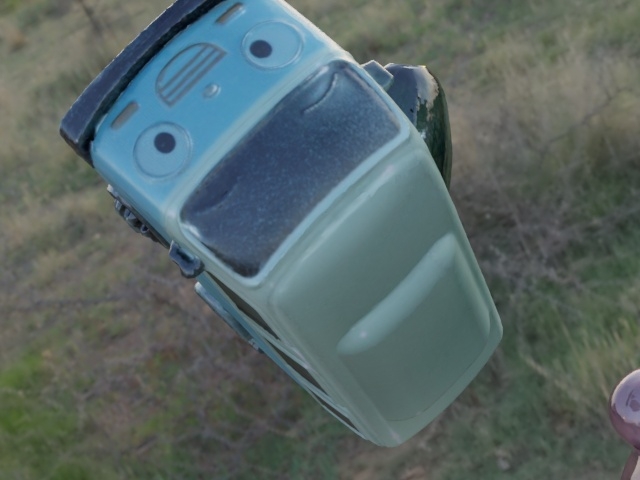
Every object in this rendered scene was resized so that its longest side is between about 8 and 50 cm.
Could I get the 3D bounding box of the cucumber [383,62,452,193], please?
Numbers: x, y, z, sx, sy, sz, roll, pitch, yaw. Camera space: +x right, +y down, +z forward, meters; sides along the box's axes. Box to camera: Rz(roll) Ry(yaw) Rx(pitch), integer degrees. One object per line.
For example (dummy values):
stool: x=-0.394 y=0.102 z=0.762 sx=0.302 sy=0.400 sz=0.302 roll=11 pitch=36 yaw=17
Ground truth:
cucumber: x=0.056 y=-0.021 z=0.939 sx=0.115 sy=0.244 sz=0.063 roll=9 pitch=-2 yaw=-33

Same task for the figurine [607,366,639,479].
figurine: x=0.367 y=0.231 z=1.034 sx=0.211 sy=0.261 sz=0.269 roll=12 pitch=84 yaw=39

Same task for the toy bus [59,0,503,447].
toy bus: x=0.000 y=0.000 z=0.641 sx=0.133 sy=0.271 sz=0.165 roll=-45 pitch=59 yaw=-7
